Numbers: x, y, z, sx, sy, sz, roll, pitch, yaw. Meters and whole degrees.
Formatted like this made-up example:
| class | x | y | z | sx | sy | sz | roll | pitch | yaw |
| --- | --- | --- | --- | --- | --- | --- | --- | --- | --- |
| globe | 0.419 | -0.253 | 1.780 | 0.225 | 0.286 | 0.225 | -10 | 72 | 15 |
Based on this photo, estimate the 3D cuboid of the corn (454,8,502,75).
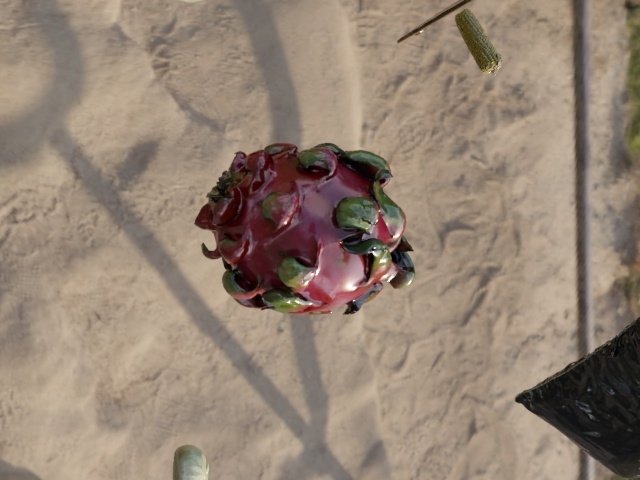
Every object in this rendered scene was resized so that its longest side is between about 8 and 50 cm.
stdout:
| class | x | y | z | sx | sy | sz | roll | pitch | yaw |
| --- | --- | --- | --- | --- | --- | --- | --- | --- | --- |
| corn | 0.179 | -0.222 | 0.899 | 0.083 | 0.028 | 0.027 | 62 | 21 | 4 |

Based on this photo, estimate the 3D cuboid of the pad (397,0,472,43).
| class | x | y | z | sx | sy | sz | roll | pitch | yaw |
| --- | --- | --- | --- | --- | --- | --- | --- | --- | --- |
| pad | 0.283 | -0.414 | 1.279 | 0.286 | 0.284 | 0.018 | -38 | 103 | -37 |

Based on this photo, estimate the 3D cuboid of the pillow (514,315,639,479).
| class | x | y | z | sx | sy | sz | roll | pitch | yaw |
| --- | --- | --- | --- | --- | --- | --- | --- | --- | --- |
| pillow | 0.272 | 0.123 | 0.642 | 0.141 | 0.208 | 0.055 | 36 | 46 | -3 |

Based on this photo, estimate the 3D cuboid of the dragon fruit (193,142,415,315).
| class | x | y | z | sx | sy | sz | roll | pitch | yaw |
| --- | --- | --- | --- | --- | --- | --- | --- | --- | --- |
| dragon fruit | -0.008 | -0.006 | 0.874 | 0.218 | 0.198 | 0.273 | -53 | 163 | -1 |

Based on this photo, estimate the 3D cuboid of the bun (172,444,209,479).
| class | x | y | z | sx | sy | sz | roll | pitch | yaw |
| --- | --- | --- | --- | --- | --- | --- | --- | --- | --- |
| bun | -0.198 | 0.356 | 1.228 | 0.054 | 0.086 | 0.086 | -1 | 105 | -17 |
